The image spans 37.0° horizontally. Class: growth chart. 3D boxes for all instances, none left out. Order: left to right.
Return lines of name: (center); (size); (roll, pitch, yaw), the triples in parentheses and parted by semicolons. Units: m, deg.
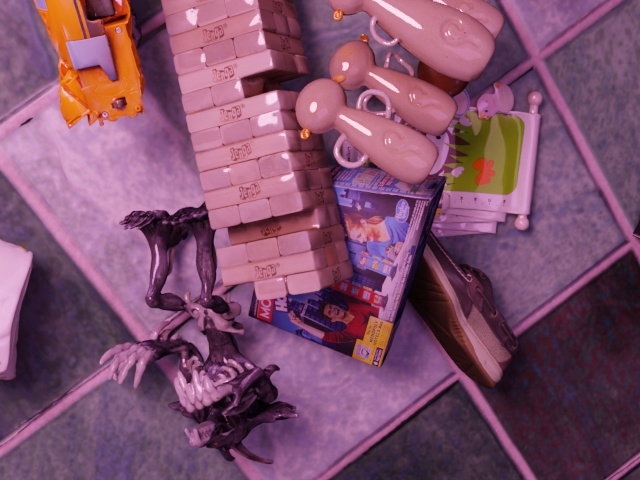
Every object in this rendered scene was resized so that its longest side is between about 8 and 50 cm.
growth chart: (0.125, -0.074, 0.997); (0.237, 0.021, 0.172); (-9, 105, -15)

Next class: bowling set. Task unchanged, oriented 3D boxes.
bowling set: (0.073, -0.182, 0.878); (0.154, 0.200, 0.287); (29, 81, 1)

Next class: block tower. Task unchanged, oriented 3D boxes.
block tower: (-0.059, -0.119, 0.833); (0.090, 0.097, 0.336); (-11, 91, 20)

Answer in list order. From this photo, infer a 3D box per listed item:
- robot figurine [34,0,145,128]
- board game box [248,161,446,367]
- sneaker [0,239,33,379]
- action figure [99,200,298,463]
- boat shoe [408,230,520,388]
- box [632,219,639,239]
robot figurine: (-0.210, -0.247, 0.761); (0.085, 0.211, 0.291); (-17, 115, -8)
board game box: (0.000, 0.000, 0.928); (0.194, 0.060, 0.194); (22, 120, 12)
sneaker: (-0.365, 0.117, 0.854); (0.169, 0.108, 0.293); (26, 94, -18)
action figure: (-0.121, 0.105, 0.899); (0.141, 0.164, 0.276); (-26, 109, -49)
boat shoe: (0.145, 0.059, 1.008); (0.073, 0.080, 0.224); (-44, 120, -20)
box: (0.501, -0.071, 1.064); (0.184, 0.103, 0.261); (28, 94, -19)
